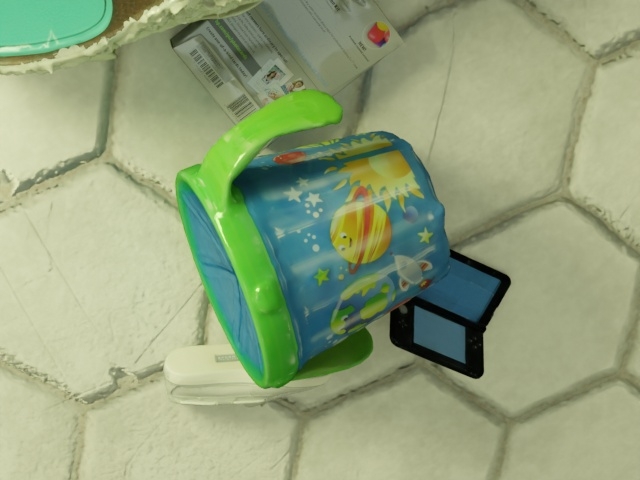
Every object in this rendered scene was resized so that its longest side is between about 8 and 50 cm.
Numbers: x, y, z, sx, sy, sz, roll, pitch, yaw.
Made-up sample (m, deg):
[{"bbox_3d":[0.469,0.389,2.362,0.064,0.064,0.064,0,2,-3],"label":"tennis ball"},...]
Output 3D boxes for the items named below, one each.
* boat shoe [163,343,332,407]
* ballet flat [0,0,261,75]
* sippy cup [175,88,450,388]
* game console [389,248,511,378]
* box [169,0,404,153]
[{"bbox_3d":[-0.079,0.154,1.493,0.184,0.066,0.063,-4,128,-12],"label":"boat shoe"},{"bbox_3d":[-0.170,-0.227,1.262,0.409,0.147,0.147,-15,116,7],"label":"ballet flat"},{"bbox_3d":[0.000,0.000,1.362,0.224,0.305,0.240,-22,80,-13],"label":"sippy cup"},{"bbox_3d":[0.145,0.077,1.501,0.122,0.107,0.071,24,135,-20],"label":"game console"},{"bbox_3d":[-0.033,-0.198,1.358,0.186,0.038,0.145,-37,115,7],"label":"box"}]
